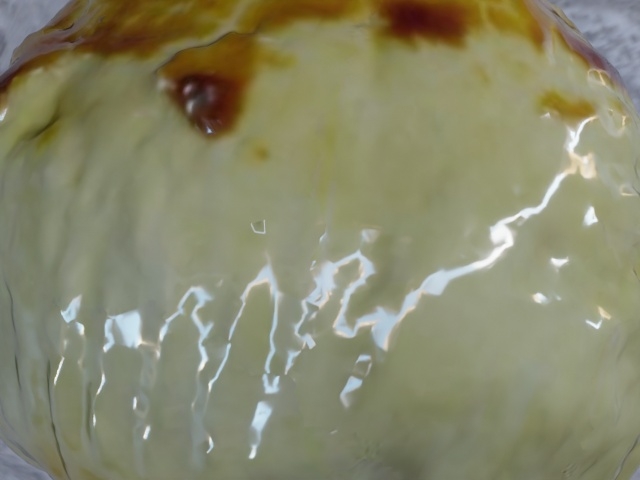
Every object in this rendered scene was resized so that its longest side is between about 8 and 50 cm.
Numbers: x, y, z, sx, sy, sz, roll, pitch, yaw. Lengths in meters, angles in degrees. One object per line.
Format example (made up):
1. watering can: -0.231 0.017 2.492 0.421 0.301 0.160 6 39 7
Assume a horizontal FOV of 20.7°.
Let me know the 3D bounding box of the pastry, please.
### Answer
1. pastry: 0.000 0.000 0.891 0.389 0.388 0.312 17 84 -13
